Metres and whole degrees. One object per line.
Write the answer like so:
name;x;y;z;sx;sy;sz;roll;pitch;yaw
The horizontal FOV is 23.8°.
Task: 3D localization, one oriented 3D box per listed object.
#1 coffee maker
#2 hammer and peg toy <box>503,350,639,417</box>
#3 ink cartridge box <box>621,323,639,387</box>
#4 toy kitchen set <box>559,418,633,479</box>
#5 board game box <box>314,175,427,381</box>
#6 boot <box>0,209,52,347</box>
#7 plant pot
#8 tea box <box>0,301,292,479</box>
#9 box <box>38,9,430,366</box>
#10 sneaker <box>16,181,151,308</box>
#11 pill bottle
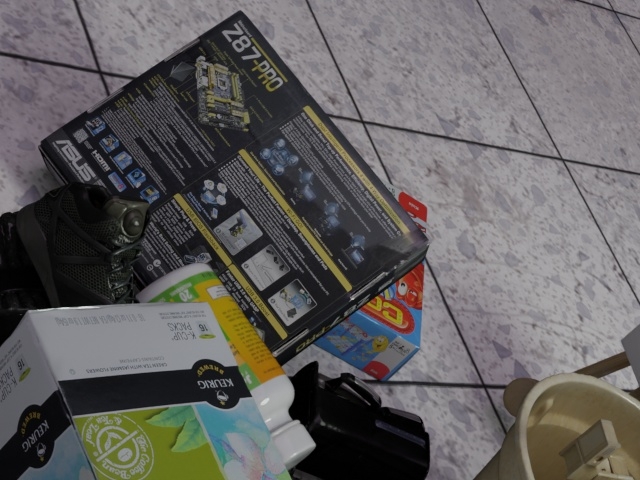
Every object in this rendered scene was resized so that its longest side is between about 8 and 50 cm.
coffee maker;0.034;0.260;1.859;0.178;0.120;0.171;27;61;-20
hammer and peg toy;0.404;0.303;2.037;0.361;0.266;0.127;58;18;18
ink cartridge box;0.502;0.203;1.955;0.160;0.092;0.219;13;46;-34
toy kitchen set;0.318;0.247;1.635;0.083;0.075;0.068;14;46;-30
board game box;0.000;0.000;2.098;0.308;0.086;0.302;30;37;-19
boot;-0.358;0.090;1.596;0.348;0.131;0.260;10;51;-59
plant pot;0.263;0.376;1.781;0.333;0.305;0.334;27;38;-24
tea box;-0.205;0.280;1.392;0.220;0.329;0.324;-1;54;-46
box;-0.108;-0.047;1.879;0.318;0.097;0.395;-37;78;-11
sneaker;-0.222;0.037;1.602;0.087;0.130;0.228;-8;70;-63
pill bottle;-0.115;0.159;1.701;0.246;0.136;0.136;54;36;12
